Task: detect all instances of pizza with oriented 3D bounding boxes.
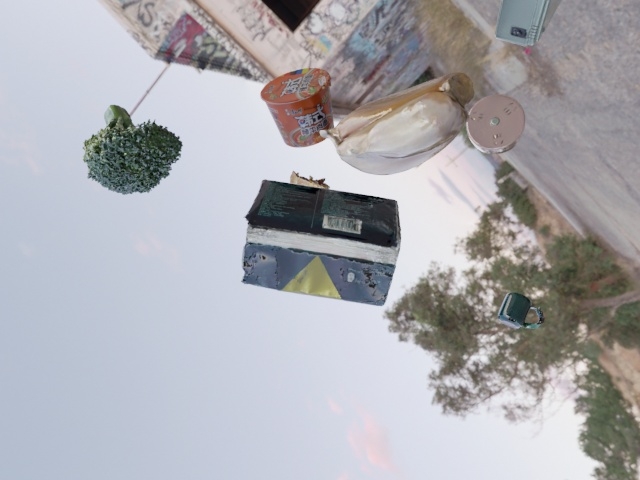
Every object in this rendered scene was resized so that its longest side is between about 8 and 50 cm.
[{"bbox_3d":[-0.037,-0.215,2.039,0.069,0.194,0.154,-28,-64,-53],"label":"pizza"}]

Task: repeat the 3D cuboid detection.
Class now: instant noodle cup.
[{"bbox_3d":[-0.063,-0.460,1.758,0.250,0.250,0.192,-102,-5,-50],"label":"instant noodle cup"}]

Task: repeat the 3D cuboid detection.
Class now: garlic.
[{"bbox_3d":[0.124,-0.169,0.760,0.217,0.228,0.110,-50,-59,-46],"label":"garlic"}]

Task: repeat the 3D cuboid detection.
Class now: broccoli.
[{"bbox_3d":[-0.395,-0.197,1.029,0.194,0.220,0.194,20,-137,-20],"label":"broccoli"}]

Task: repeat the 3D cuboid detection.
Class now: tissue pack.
[{"bbox_3d":[0.000,0.000,1.421,0.416,0.253,0.264,9,-145,-2],"label":"tissue pack"}]

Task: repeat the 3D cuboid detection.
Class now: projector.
[{"bbox_3d":[0.469,-0.561,1.043,0.099,0.257,0.192,26,158,22],"label":"projector"}]

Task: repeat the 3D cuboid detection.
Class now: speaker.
[{"bbox_3d":[0.467,0.170,1.167,0.094,0.075,0.060,30,166,-6],"label":"speaker"}]

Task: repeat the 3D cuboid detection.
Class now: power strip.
[{"bbox_3d":[0.472,-0.313,1.358,0.154,0.154,0.078,53,-164,13],"label":"power strip"}]
